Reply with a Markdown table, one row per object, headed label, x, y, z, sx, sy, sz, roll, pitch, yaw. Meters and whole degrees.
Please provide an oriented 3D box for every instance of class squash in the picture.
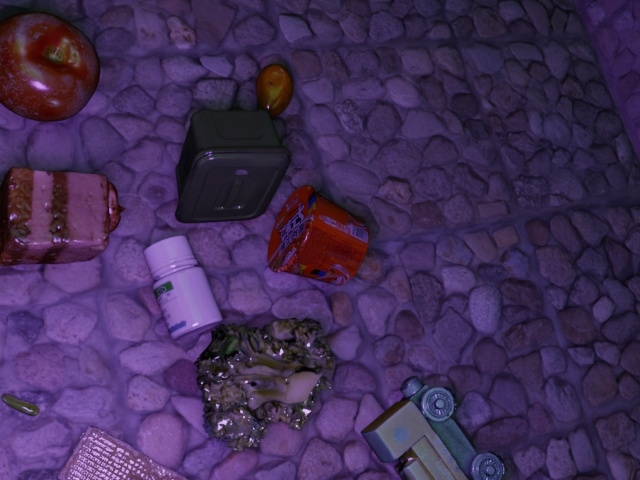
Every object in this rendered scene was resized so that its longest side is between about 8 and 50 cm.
| label | x | y | z | sx | sy | sz | roll | pitch | yaw |
| --- | --- | --- | --- | --- | --- | --- | --- | --- | --- |
| squash | -0.673 | 0.369 | 1.576 | 0.089 | 0.027 | 0.027 | 26 | 63 | -11 |

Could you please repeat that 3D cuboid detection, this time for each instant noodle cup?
| label | x | y | z | sx | sy | sz | roll | pitch | yaw |
| --- | --- | --- | --- | --- | --- | --- | --- | --- | --- |
| instant noodle cup | 0.000 | 0.000 | 1.885 | 0.192 | 0.250 | 0.250 | 22 | 64 | -23 |

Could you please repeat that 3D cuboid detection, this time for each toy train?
| label | x | y | z | sx | sy | sz | roll | pitch | yaw |
| --- | --- | --- | --- | --- | --- | --- | --- | --- | --- |
| toy train | 0.298 | 0.565 | 1.853 | 0.253 | 0.160 | 0.397 | -34 | 87 | -23 |

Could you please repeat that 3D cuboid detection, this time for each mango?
| label | x | y | z | sx | sy | sz | roll | pitch | yaw |
| --- | --- | --- | --- | --- | --- | --- | --- | --- | --- |
| mango | -0.133 | -0.439 | 2.065 | 0.115 | 0.089 | 0.165 | 0 | 74 | -22 |

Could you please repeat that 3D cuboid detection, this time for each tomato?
| label | x | y | z | sx | sy | sz | roll | pitch | yaw |
| --- | --- | --- | --- | --- | --- | --- | --- | --- | --- |
| tomato | -0.693 | -0.421 | 1.744 | 0.270 | 0.222 | 0.270 | 16 | 67 | -40 |

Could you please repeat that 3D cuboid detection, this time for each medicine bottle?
| label | x | y | z | sx | sy | sz | roll | pitch | yaw |
| --- | --- | --- | --- | --- | --- | --- | --- | --- | --- |
| medicine bottle | -0.345 | 0.116 | 1.744 | 0.139 | 0.139 | 0.237 | -20 | 80 | -28 |

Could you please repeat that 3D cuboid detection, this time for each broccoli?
| label | x | y | z | sx | sy | sz | roll | pitch | yaw |
| --- | --- | --- | --- | --- | --- | --- | --- | --- | --- |
| broccoli | -0.133 | 0.334 | 1.688 | 0.338 | 0.317 | 0.277 | 2 | 92 | -2 |

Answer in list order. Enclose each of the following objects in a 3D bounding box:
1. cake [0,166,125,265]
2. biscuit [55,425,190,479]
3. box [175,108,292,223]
| label | x | y | z | sx | sy | sz | roll | pitch | yaw |
| --- | --- | --- | --- | --- | --- | --- | --- | --- | --- |
| cake | -0.605 | -0.046 | 1.663 | 0.293 | 0.196 | 0.199 | 2 | 68 | -33 |
| biscuit | -0.377 | 0.578 | 1.596 | 0.426 | 0.078 | 0.144 | 33 | 61 | -10 |
| box | -0.237 | -0.190 | 1.804 | 0.252 | 0.329 | 0.178 | -2 | 64 | -25 |
